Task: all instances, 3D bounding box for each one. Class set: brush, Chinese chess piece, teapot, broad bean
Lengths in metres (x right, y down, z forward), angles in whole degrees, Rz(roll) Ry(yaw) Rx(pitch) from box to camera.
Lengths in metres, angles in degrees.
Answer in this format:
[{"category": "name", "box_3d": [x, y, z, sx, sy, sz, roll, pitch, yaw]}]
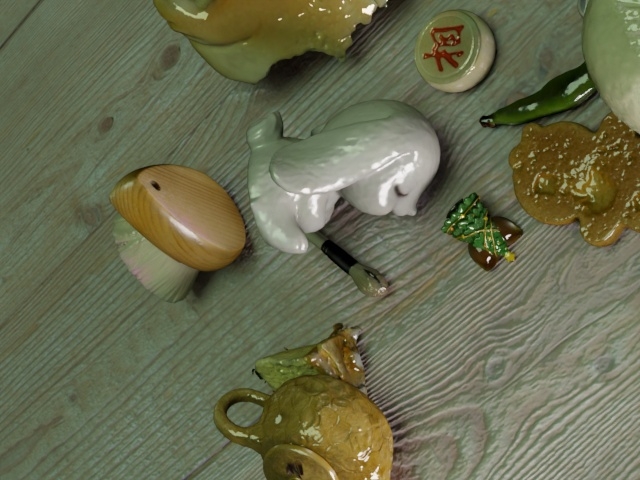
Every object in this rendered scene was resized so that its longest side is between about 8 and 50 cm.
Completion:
[{"category": "brush", "box_3d": [0.000, 0.000, 1.723, 0.299, 0.042, 0.039, 40, 111, 34]}, {"category": "brush", "box_3d": [-0.259, -0.023, 1.770, 0.166, 0.267, 0.174, -32, 55, 23]}, {"category": "Chinese chess piece", "box_3d": [0.196, -0.277, 1.620, 0.122, 0.051, 0.122, -6, 80, 34]}, {"category": "teapot", "box_3d": [-0.019, 0.302, 1.569, 0.311, 0.167, 0.203, 25, 130, 15]}, {"category": "broad bean", "box_3d": [0.347, -0.213, 1.509, 0.297, 0.043, 0.060, -30, 57, 29]}]

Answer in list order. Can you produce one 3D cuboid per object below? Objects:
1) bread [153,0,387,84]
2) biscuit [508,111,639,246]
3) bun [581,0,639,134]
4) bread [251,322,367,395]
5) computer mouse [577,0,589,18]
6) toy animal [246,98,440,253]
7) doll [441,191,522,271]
[{"category": "bread", "box_3d": [-0.058, -0.436, 1.705, 0.424, 0.245, 0.329, -35, 64, 22]}, {"category": "biscuit", "box_3d": [0.363, -0.084, 1.481, 0.249, 0.035, 0.184, 8, 87, 36]}, {"category": "bun", "box_3d": [0.490, -0.246, 1.306, 0.365, 0.219, 0.365, -5, 72, 16]}, {"category": "bread", "box_3d": [-0.006, 0.213, 1.662, 0.147, 0.127, 0.152, -16, 91, 33]}, {"category": "computer mouse", "box_3d": [0.397, -0.322, 1.494, 0.096, 0.039, 0.066, 5, 85, 43]}, {"category": "toy animal", "box_3d": [0.040, -0.114, 1.606, 0.265, 0.272, 0.206, -16, 99, 19]}, {"category": "doll", "box_3d": [0.222, -0.014, 1.545, 0.078, 0.077, 0.113, -50, 59, 8]}]
